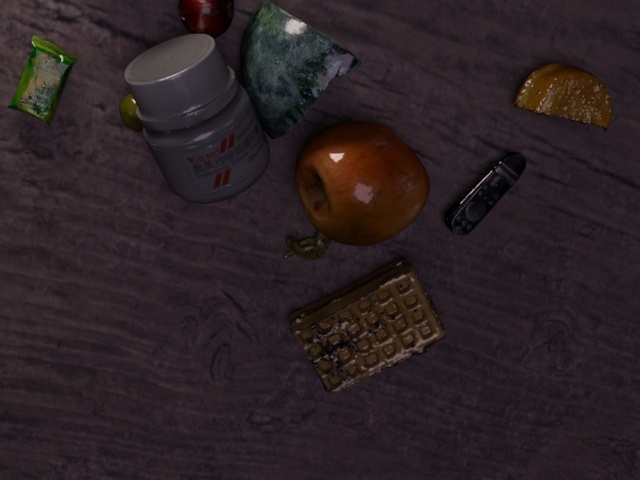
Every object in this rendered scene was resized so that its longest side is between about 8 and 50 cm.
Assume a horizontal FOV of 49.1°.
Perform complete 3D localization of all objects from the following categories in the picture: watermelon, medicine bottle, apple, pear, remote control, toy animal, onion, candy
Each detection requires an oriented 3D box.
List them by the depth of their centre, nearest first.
[{"bbox_3d":[-0.241,-0.495,1.498,0.131,0.131,0.131,-4,114,-9],"label":"onion"},{"bbox_3d":[-0.264,-0.260,1.513,0.245,0.245,0.306,-22,128,0],"label":"medicine bottle"},{"bbox_3d":[-0.616,-0.350,1.551,0.102,0.032,0.178,24,108,-19],"label":"candy"},{"bbox_3d":[-0.047,-0.358,1.564,0.320,0.214,0.289,25,114,28],"label":"watermelon"},{"bbox_3d":[-0.410,-0.298,1.586,0.092,0.092,0.097,38,67,-23],"label":"pear"},{"bbox_3d":[0.101,-0.136,1.643,0.275,0.299,0.299,-25,117,-20],"label":"apple"},{"bbox_3d":[0.000,0.000,1.801,0.136,0.073,0.181,32,102,-29],"label":"toy animal"},{"bbox_3d":[0.426,-0.128,1.830,0.266,0.066,0.090,-48,126,8],"label":"remote control"}]

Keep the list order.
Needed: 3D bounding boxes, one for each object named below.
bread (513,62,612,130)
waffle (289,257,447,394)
[{"bbox_3d":[0.607,-0.352,1.709,0.229,0.143,0.139,9,113,-16],"label":"bread"},{"bbox_3d":[0.127,0.231,1.901,0.376,0.114,0.261,-26,116,2],"label":"waffle"}]
